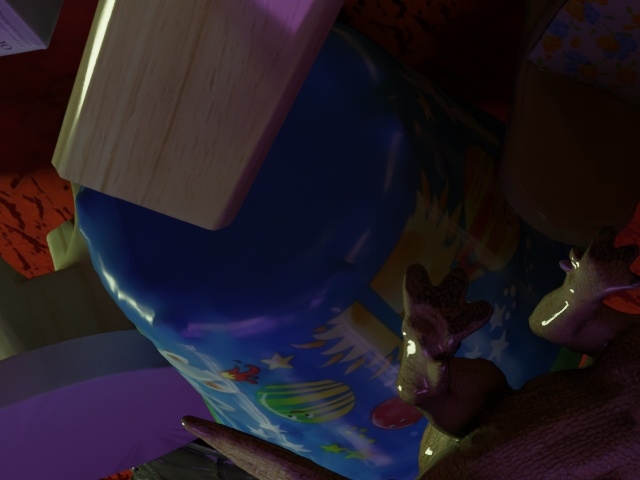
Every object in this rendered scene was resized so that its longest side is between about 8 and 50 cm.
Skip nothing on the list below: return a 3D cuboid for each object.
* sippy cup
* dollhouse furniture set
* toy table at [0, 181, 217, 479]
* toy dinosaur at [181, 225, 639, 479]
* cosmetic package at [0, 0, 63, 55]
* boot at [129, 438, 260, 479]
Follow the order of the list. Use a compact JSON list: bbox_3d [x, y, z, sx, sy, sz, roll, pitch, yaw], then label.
[{"bbox_3d":[0.000,0.000,0.839,0.306,0.240,0.224,8,165,25],"label":"sippy cup"},{"bbox_3d":[0.139,-0.104,0.603,0.394,0.256,0.362,19,147,-8],"label":"dollhouse furniture set"},{"bbox_3d":[-0.167,0.049,1.022,0.252,0.160,0.274,-28,162,8],"label":"toy table"},{"bbox_3d":[0.104,0.099,0.679,0.296,0.127,0.200,-13,150,3],"label":"toy dinosaur"},{"bbox_3d":[-0.232,-0.179,0.830,0.099,0.060,0.239,-4,147,28],"label":"cosmetic package"},{"bbox_3d":[-0.139,0.196,1.346,0.263,0.091,0.229,17,131,-4],"label":"boot"}]
